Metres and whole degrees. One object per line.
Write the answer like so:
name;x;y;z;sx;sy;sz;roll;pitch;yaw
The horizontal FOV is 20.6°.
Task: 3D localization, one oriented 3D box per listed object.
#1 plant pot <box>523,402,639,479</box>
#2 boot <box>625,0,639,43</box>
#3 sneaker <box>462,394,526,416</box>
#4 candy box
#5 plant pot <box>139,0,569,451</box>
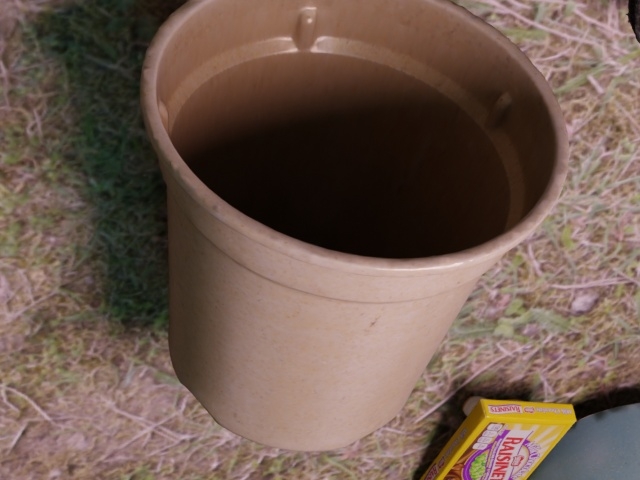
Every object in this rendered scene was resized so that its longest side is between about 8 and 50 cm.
plant pot;0.353;0.331;1.831;0.290;0.195;0.290;-2;137;-2
boot;0.392;-0.313;1.430;0.348;0.131;0.260;-19;124;10
sneaker;0.186;0.183;1.808;0.083;0.037;0.032;5;123;-24
candy box;0.171;0.229;1.811;0.105;0.027;0.206;3;141;-23
plant pot;0.000;0.000;1.447;0.334;0.333;0.305;-2;138;-17
